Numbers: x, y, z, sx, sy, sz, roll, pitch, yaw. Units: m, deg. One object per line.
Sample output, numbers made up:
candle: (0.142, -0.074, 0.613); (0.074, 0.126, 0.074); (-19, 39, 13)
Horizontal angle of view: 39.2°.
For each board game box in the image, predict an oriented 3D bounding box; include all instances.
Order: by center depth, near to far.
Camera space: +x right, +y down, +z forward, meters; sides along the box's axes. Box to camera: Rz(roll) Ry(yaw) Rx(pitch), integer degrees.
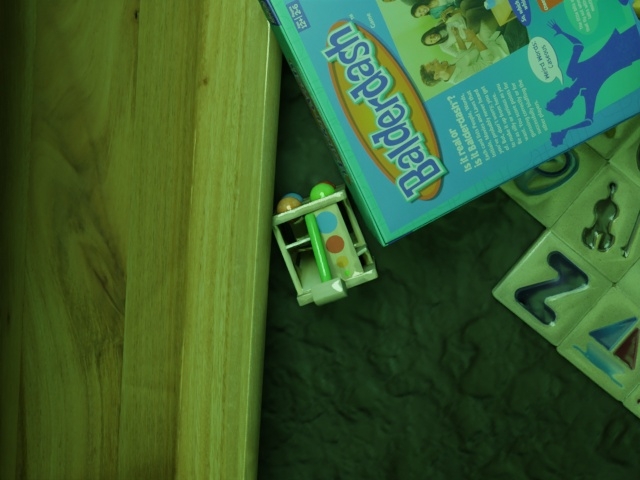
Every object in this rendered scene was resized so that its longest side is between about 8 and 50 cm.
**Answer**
board game box: (0.091, -0.115, 0.514); (0.210, 0.047, 0.160); (-27, 109, -3)

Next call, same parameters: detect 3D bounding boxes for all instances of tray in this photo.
tray: (-0.117, -0.020, 0.476); (0.076, 0.203, 0.410); (6, 93, 37)

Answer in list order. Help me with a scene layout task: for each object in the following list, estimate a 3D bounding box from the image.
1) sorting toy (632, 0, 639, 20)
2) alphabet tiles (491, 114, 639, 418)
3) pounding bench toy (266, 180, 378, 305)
sorting toy: (0.260, -0.238, 0.419); (0.047, 0.196, 0.347); (46, 69, -33)
alphabet tiles: (0.285, -0.041, 0.574); (0.285, 0.011, 0.342); (39, 98, -3)
pounding bench toy: (0.000, 0.000, 0.553); (0.052, 0.083, 0.065); (-20, 97, 5)
